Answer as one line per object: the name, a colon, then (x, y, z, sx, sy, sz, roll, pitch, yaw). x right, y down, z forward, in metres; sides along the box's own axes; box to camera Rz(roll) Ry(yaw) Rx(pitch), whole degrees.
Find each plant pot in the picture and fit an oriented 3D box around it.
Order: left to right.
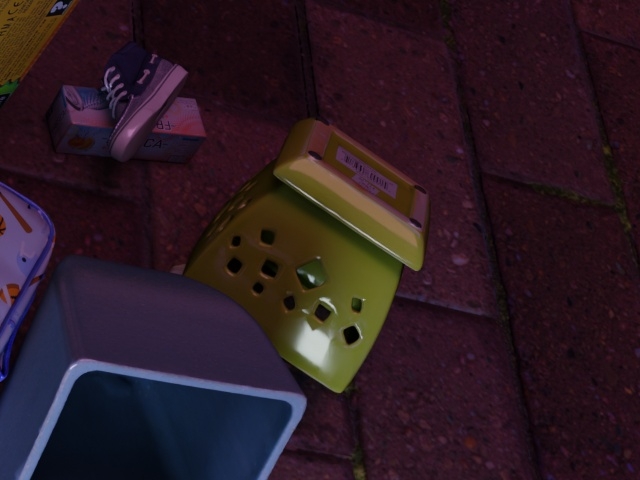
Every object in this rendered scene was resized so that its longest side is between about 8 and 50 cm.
plant pot: (-0.197, 0.150, 1.843, 0.248, 0.247, 0.252, 12, 32, -27)
plant pot: (0.000, 0.000, 2.073, 0.228, 0.207, 0.227, 34, 19, -5)

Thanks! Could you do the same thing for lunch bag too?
lunch bag: (-0.412, 0.045, 1.873, 0.243, 0.115, 0.303, 33, 42, -10)

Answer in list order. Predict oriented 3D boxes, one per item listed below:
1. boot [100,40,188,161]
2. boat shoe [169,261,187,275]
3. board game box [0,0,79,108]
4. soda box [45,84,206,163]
boot: (-0.228, -0.164, 2.131, 0.086, 0.069, 0.190, 29, 35, 0)
boat shoe: (-0.121, 0.078, 2.096, 0.135, 0.050, 0.045, 30, 56, -7)
board game box: (-0.496, -0.324, 1.906, 0.356, 0.356, 0.356, 51, 33, 13)
soda box: (-0.233, -0.139, 2.192, 0.183, 0.058, 0.063, 4, 53, -33)
